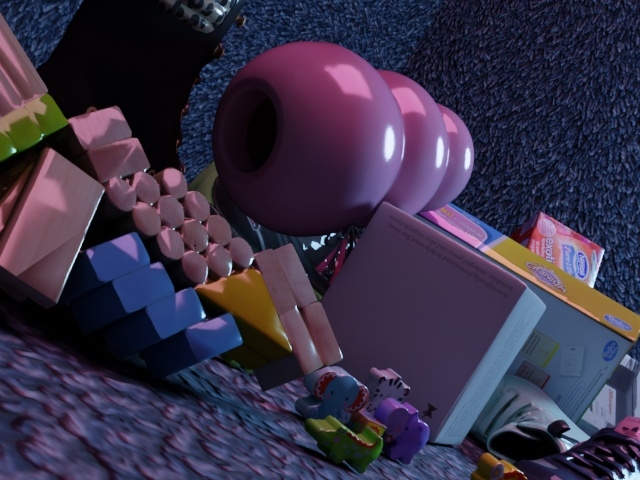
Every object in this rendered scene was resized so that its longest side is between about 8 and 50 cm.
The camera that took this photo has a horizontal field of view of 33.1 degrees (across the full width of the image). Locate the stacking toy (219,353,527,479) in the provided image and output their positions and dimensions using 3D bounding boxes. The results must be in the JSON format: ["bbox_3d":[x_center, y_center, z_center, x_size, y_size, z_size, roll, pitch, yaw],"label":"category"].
[{"bbox_3d":[0.035,0.129,0.816,0.221,0.052,0.167,30,2,-39],"label":"stacking toy"}]

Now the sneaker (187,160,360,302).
[{"bbox_3d":[0.000,0.000,1.612,0.185,0.202,0.483,33,2,42],"label":"sneaker"}]

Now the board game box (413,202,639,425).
[{"bbox_3d":[0.204,0.114,1.359,0.316,0.242,0.064,32,34,10],"label":"board game box"}]

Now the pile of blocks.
[{"bbox_3d":[-0.151,0.004,0.634,0.112,0.149,0.362,-26,-56,39],"label":"pile of blocks"}]

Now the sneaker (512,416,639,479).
[{"bbox_3d":[0.255,0.213,0.996,0.112,0.131,0.319,33,2,28],"label":"sneaker"}]

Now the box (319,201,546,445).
[{"bbox_3d":[0.104,0.088,1.114,0.181,0.182,0.119,32,1,24],"label":"box"}]

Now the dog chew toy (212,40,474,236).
[{"bbox_3d":[0.044,-0.101,1.191,0.332,0.206,0.206,5,21,-44],"label":"dog chew toy"}]

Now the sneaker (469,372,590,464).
[{"bbox_3d":[0.215,0.206,1.227,0.151,0.094,0.256,26,3,-45],"label":"sneaker"}]

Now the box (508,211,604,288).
[{"bbox_3d":[0.306,0.084,1.663,0.122,0.128,0.257,30,-34,-6],"label":"box"}]

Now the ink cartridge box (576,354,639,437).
[{"bbox_3d":[0.356,0.226,1.557,0.307,0.129,0.223,31,-22,-10],"label":"ink cartridge box"}]

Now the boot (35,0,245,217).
[{"bbox_3d":[-0.173,-0.146,1.181,0.138,0.284,0.377,31,2,33],"label":"boot"}]
